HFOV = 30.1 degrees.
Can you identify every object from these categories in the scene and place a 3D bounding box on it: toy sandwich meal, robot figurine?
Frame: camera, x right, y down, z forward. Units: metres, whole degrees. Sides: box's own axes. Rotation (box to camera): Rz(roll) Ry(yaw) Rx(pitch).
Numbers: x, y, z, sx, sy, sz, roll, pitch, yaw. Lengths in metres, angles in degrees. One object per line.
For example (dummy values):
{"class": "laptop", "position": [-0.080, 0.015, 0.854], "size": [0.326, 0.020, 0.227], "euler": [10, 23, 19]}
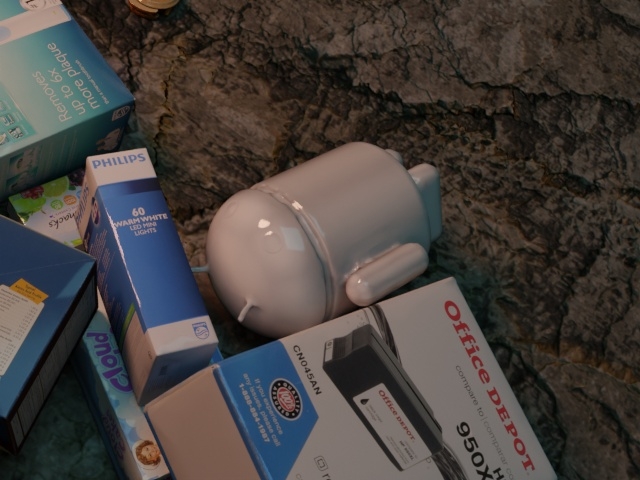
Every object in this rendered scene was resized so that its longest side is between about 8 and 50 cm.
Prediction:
{"class": "toy sandwich meal", "position": [-0.248, -0.365, 1.773], "size": [0.085, 0.029, 0.085], "euler": [11, 52, -14]}
{"class": "robot figurine", "position": [0.000, 0.000, 1.529], "size": [0.353, 0.199, 0.300], "euler": [-26, 31, -31]}

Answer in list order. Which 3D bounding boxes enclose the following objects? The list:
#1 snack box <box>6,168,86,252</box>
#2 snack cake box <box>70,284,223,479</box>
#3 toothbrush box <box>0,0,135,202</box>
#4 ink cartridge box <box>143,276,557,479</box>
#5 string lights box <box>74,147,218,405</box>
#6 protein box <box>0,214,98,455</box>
{"class": "snack box", "position": [-0.316, -0.033, 1.533], "size": [0.141, 0.037, 0.100], "euler": [-26, 72, -31]}
{"class": "snack cake box", "position": [-0.201, 0.163, 1.423], "size": [0.152, 0.089, 0.264], "euler": [-16, 66, -29]}
{"class": "toothbrush box", "position": [-0.425, -0.173, 1.527], "size": [0.295, 0.126, 0.216], "euler": [-29, 74, -31]}
{"class": "ink cartridge box", "position": [0.045, 0.234, 1.348], "size": [0.395, 0.166, 0.285], "euler": [-17, 77, -44]}
{"class": "string lights box", "position": [-0.205, 0.040, 1.361], "size": [0.077, 0.133, 0.259], "euler": [-11, 64, -25]}
{"class": "protein box", "position": [-0.374, 0.088, 1.293], "size": [0.200, 0.136, 0.201], "euler": [24, 62, 3]}
